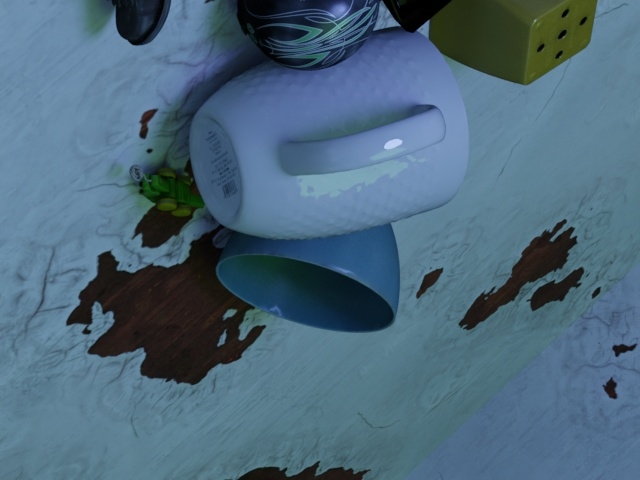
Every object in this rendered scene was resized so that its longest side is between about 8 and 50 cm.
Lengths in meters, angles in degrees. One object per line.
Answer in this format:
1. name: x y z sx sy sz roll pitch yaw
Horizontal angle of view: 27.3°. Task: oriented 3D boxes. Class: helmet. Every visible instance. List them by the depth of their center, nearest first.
1. helmet: -0.010 -0.302 1.720 0.169 0.162 0.169 -28 133 -35

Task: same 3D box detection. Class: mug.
1. mug: 0.020 -0.136 1.813 0.328 0.374 0.276 -16 100 -26

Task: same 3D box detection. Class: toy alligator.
1. toy alligator: -0.233 -0.073 1.879 0.051 0.056 0.190 -11 163 26

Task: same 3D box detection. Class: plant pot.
1. plant pot: 0.312 -0.369 2.043 0.212 0.187 0.212 -34 150 -20
2. plant pot: 0.000 0.000 2.085 0.290 0.290 0.195 60 42 -60

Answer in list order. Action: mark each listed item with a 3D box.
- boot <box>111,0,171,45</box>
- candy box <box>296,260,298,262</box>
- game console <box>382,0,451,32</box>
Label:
1. boot: -0.284 -0.318 1.478 0.229 0.091 0.263 -19 138 -30
2. candy box: 0.011 0.014 2.295 0.109 0.053 0.187 -50 149 10
3. game console: 0.191 -0.470 1.844 0.361 0.044 0.213 -43 128 -22
